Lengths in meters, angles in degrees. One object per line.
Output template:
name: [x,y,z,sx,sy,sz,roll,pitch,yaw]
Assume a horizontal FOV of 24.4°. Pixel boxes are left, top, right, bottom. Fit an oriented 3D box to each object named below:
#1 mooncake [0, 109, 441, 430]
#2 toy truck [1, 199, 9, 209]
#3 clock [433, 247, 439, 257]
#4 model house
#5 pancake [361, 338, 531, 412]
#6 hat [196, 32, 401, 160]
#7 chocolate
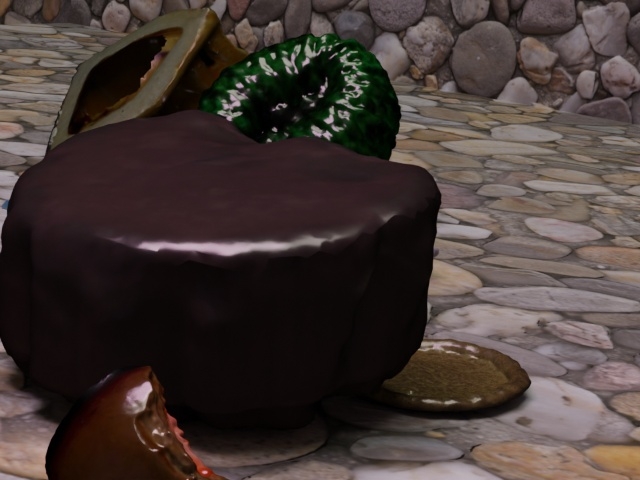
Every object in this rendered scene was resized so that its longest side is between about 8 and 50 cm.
mooncake: [-0.104,0.026,1.305,0.350,0.212,0.381,-8,21,-31]
toy truck: [-0.298,0.000,1.636,0.136,0.074,0.063,13,16,33]
clock: [0.043,0.000,1.762,0.176,0.080,0.117,0,15,-28]
model house: [-0.198,-0.156,1.978,0.268,0.239,0.173,-25,47,17]
pancake: [0.103,0.125,1.392,0.199,0.021,0.199,4,13,-1]
hat: [-0.011,-0.101,1.937,0.274,0.242,0.332,-25,-24,4]
chocolate: [-0.101,0.157,0.954,0.133,0.127,0.124,34,17,31]
